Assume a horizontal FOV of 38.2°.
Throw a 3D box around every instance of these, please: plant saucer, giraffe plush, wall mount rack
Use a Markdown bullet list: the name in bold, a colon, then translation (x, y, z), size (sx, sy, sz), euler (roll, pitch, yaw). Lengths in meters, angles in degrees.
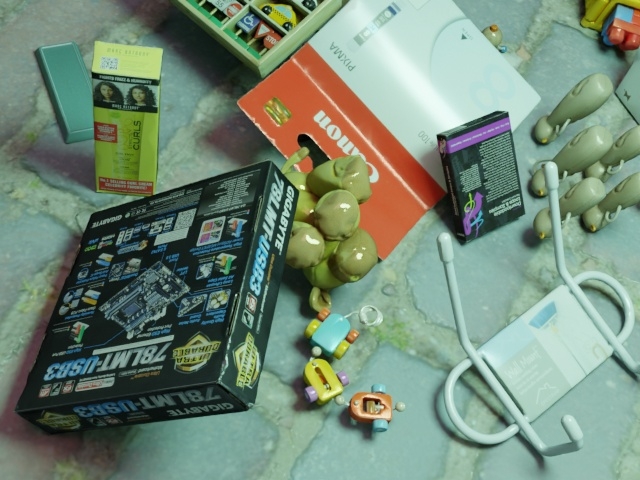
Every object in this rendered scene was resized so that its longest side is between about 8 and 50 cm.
- **plant saucer**: translation (-0.368, -0.225, 1.370), size (0.067, 0.018, 0.192), euler (-14, 58, -21)
- **giraffe plush**: translation (0.000, 0.000, 1.187), size (0.181, 0.170, 0.210), euler (-44, 33, -12)
- **wall mount rack**: translation (0.286, 0.089, 1.186), size (0.350, 0.130, 0.304), euler (-31, 83, -29)

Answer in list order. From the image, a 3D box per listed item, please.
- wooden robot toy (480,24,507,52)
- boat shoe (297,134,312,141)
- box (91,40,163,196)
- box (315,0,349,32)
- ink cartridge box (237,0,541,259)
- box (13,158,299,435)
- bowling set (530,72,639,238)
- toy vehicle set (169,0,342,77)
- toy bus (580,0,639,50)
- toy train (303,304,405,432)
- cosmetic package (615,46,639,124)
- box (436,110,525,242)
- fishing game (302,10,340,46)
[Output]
- **wooden robot toy**: translation (0.266, -0.325, 1.534), size (0.076, 0.079, 0.173), euler (29, 54, 9)
- **boat shoe**: translation (-0.012, -0.186, 1.400), size (0.135, 0.050, 0.045), euler (-17, 56, -34)
- **box**: translation (-0.253, -0.152, 1.208), size (0.087, 0.232, 0.058), euler (5, 54, -9)
- **box**: translation (-0.021, -0.437, 1.548), size (0.290, 0.087, 0.169), euler (1, 56, -11)
- **ink cartridge box**: translation (0.112, -0.206, 1.349), size (0.308, 0.091, 0.385), euler (47, 56, -4)
- **box**: translation (-0.184, 0.067, 1.067), size (0.295, 0.073, 0.293), euler (-14, 49, 29)
- **bowling set**: translation (0.422, -0.085, 1.381), size (0.200, 0.154, 0.287), euler (31, 51, -13)
- **toy vehicle set**: translation (-0.119, -0.378, 1.390), size (0.166, 0.035, 0.267), euler (-45, 68, -9)
- **toy bus**: translation (0.576, -0.414, 1.633), size (0.220, 0.149, 0.211), euler (16, 67, -3)
- **toy train**: translation (0.036, 0.164, 1.164), size (0.125, 0.046, 0.166), euler (3, 58, -11)
- **cosmetic package**: translation (0.706, -0.290, 1.530), size (0.365, 0.197, 0.155), euler (-15, 60, -19)
- **box**: translation (0.232, -0.092, 1.328), size (0.116, 0.162, 0.029), euler (-23, 19, -25)
- **fishing game**: translation (-0.053, -0.422, 1.453), size (0.189, 0.041, 0.264), euler (-34, 71, -25)
